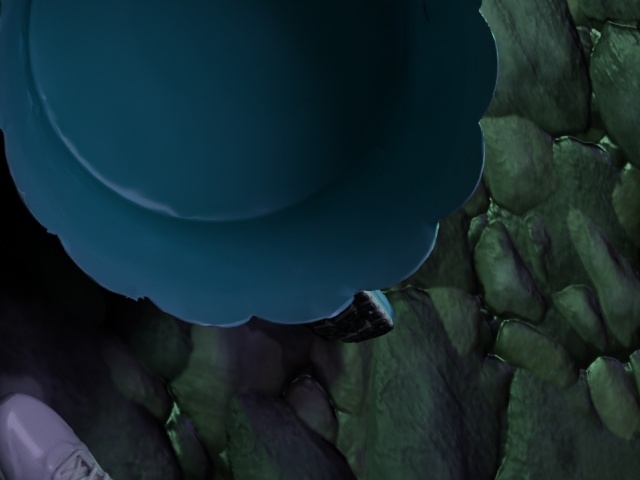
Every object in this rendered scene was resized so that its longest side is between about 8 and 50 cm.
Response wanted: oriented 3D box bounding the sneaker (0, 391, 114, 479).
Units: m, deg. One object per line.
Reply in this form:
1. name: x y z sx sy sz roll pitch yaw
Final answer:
1. sneaker: -0.128 0.145 0.832 0.054 0.061 0.152 -42 102 -42

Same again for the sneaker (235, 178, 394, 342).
1. sneaker: 0.000 0.000 1.006 0.162 0.063 0.073 50 44 -17

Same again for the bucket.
1. bucket: -0.051 -0.103 0.836 0.281 0.183 0.281 -2 103 -9
